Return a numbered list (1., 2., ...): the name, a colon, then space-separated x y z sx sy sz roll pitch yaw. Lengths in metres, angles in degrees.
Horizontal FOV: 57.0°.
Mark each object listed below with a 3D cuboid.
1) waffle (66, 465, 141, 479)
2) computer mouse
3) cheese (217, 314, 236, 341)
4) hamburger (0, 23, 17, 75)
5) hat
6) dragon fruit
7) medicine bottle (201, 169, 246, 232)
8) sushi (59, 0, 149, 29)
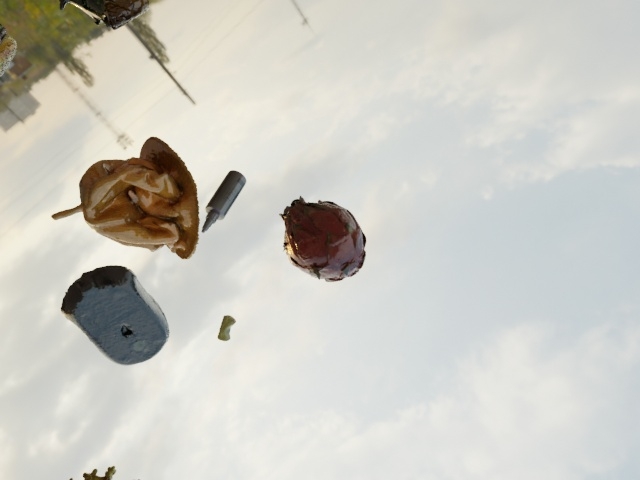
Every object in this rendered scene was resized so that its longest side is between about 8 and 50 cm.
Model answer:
1. waffle: -0.495 0.627 1.325 0.231 0.229 0.051 -15 -170 -7
2. computer mouse: -0.492 0.181 1.435 0.183 0.323 0.116 -34 -135 -14
3. cheese: -0.282 0.266 1.783 0.030 0.044 0.083 -24 133 -74
4. hamburger: -0.923 -0.529 1.668 0.164 0.093 0.189 -58 -150 0
5. hat: -0.383 -0.057 1.103 0.233 0.245 0.233 -17 -157 -40
6. dragon fruit: 0.000 0.000 1.762 0.244 0.298 0.244 -51 170 -13
7. medicine bottle: -0.259 -0.095 1.531 0.057 0.058 0.199 -8 -135 42
8. sushi: -0.422 -0.480 1.103 0.140 0.287 0.149 -18 168 -36
